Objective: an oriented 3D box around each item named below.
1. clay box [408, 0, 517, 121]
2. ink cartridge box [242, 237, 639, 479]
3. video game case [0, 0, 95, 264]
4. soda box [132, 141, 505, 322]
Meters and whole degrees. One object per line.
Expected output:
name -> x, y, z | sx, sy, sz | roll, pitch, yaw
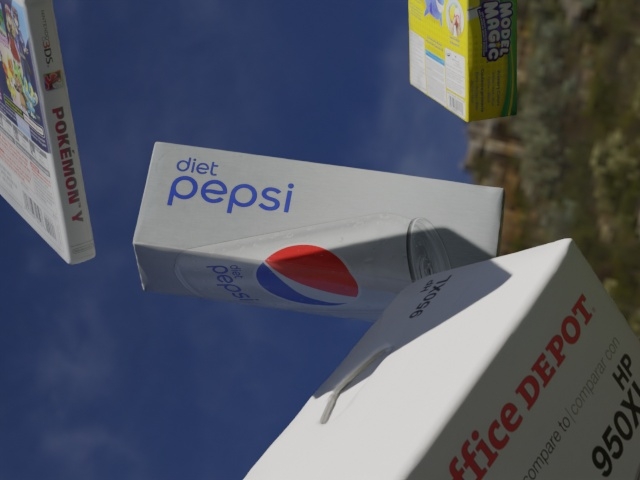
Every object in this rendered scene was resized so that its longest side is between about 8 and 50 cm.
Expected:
clay box -> 0.118, -0.224, 1.493 | 0.053, 0.127, 0.222 | -9, -67, -18
ink cartridge box -> 0.155, 0.242, 1.209 | 0.395, 0.166, 0.285 | 54, -133, -15
video game case -> -0.206, -0.102, 1.170 | 0.023, 0.201, 0.183 | -18, -60, -22
soda box -> 0.000, 0.000, 1.425 | 0.091, 0.286, 0.098 | 90, -171, -63
